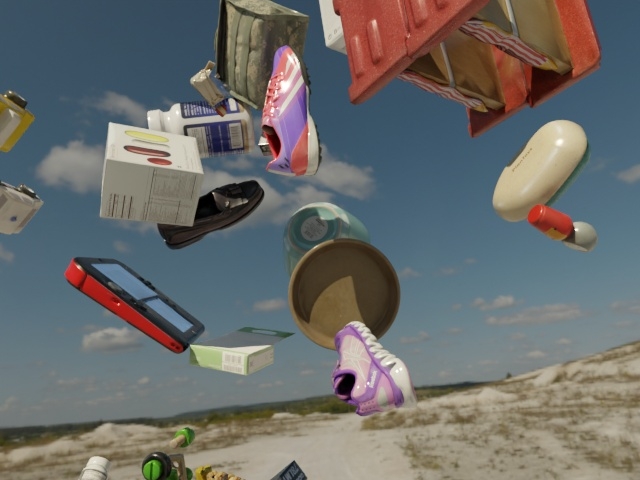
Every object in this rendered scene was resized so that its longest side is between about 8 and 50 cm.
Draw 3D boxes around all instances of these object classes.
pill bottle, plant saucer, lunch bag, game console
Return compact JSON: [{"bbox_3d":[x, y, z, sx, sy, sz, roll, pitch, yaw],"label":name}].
[{"bbox_3d":[-0.317,-0.298,1.354,0.264,0.153,0.153,-8,-17,-12],"label":"pill bottle"},{"bbox_3d":[0.059,0.133,1.247,0.277,0.278,0.041,-3,-1,-4],"label":"plant saucer"},{"bbox_3d":[-0.186,-0.505,1.314,0.168,0.287,0.235,-19,-47,-39],"label":"lunch bag"},{"bbox_3d":[-0.654,0.695,1.430,0.078,0.137,0.078,2,-55,3],"label":"pill bottle"},{"bbox_3d":[-0.466,0.160,1.326,0.341,0.060,0.386,34,-5,-3],"label":"game console"}]

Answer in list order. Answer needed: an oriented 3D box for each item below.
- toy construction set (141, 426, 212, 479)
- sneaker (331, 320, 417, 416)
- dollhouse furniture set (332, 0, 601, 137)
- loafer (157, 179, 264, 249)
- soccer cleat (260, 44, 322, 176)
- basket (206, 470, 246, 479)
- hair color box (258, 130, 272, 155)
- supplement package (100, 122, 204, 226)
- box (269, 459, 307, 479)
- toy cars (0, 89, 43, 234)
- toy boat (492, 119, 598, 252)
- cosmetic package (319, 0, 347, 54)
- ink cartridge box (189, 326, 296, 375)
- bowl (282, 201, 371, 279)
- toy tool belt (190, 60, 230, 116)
[{"bbox_3d":[-0.269,0.574,1.061,0.257,0.309,0.237,-36,-9,5],"label":"toy construction set"},{"bbox_3d":[0.059,0.211,0.823,0.104,0.095,0.236,-23,17,-13],"label":"sneaker"},{"bbox_3d":[0.125,-0.316,0.510,0.201,0.375,0.152,6,-20,-38],"label":"dollhouse furniture set"},{"bbox_3d":[-0.289,-0.083,1.341,0.302,0.109,0.095,-31,-37,-12],"label":"loafer"},{"bbox_3d":[-0.081,-0.291,1.106,0.116,0.319,0.108,-5,-15,-19],"label":"soccer cleat"},{"bbox_3d":[-0.075,0.544,0.802,0.222,0.214,0.299,-2,-45,35],"label":"basket"},{"bbox_3d":[-0.114,-0.293,1.348,0.071,0.141,0.043,-2,-37,16],"label":"hair color box"},{"bbox_3d":[-0.395,-0.154,1.171,0.203,0.194,0.149,6,-57,-25],"label":"supplement package"},{"bbox_3d":[-0.197,0.726,1.289,0.293,0.073,0.295,-42,-12,10],"label":"box"},{"bbox_3d":[-0.544,-0.121,0.843,0.176,0.087,0.394,-43,-15,-44],"label":"toy cars"},{"bbox_3d":[0.510,-0.102,1.117,0.148,0.318,0.268,25,-50,-11],"label":"toy boat"},{"bbox_3d":[0.064,-0.520,1.085,0.117,0.231,0.085,2,-16,-40],"label":"cosmetic package"},{"bbox_3d":[-0.188,0.272,1.268,0.171,0.056,0.235,2,1,26],"label":"ink cartridge box"},{"bbox_3d":[0.000,0.000,1.648,0.311,0.312,0.163,-9,-28,12],"label":"bowl"},{"bbox_3d":[-0.173,-0.252,0.840,0.051,0.052,0.083,-45,-51,-2],"label":"toy tool belt"}]
